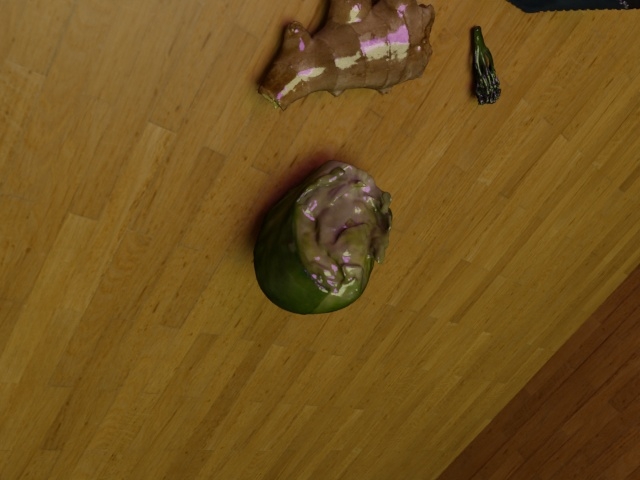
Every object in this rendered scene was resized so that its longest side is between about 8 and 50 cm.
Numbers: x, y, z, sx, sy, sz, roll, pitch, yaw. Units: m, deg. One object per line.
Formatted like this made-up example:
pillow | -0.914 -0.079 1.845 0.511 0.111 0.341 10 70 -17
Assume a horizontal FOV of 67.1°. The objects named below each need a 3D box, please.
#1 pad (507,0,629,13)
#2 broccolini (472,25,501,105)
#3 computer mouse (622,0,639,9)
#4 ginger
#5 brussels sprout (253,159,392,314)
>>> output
pad | 0.464 -0.534 1.020 0.269 0.269 0.012 7 107 -34
broccolini | 0.405 -0.438 1.216 0.091 0.068 0.203 -36 119 -17
computer mouse | 0.627 -0.626 1.039 0.170 0.270 0.100 -8 156 -33
ginger | 0.053 -0.395 0.968 0.375 0.166 0.236 -21 141 -22
brussels sprout | 0.000 0.000 1.152 0.275 0.314 0.372 29 71 -15
